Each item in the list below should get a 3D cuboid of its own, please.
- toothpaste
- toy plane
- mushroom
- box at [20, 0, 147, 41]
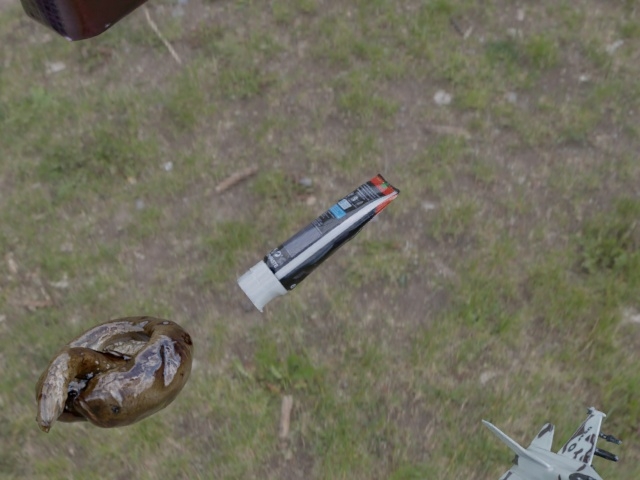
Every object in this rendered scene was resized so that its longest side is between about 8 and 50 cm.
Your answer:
[{"bbox_3d":[0.000,0.000,1.078,0.193,0.045,0.071,-39,25,-2],"label":"toothpaste"},{"bbox_3d":[0.231,0.227,0.952,0.160,0.082,0.234,-46,23,-10],"label":"toy plane"},{"bbox_3d":[-0.178,0.117,0.857,0.135,0.170,0.080,-13,97,28],"label":"mushroom"},{"bbox_3d":[-0.118,-0.216,0.476,0.069,0.224,0.120,31,59,30],"label":"box"}]
